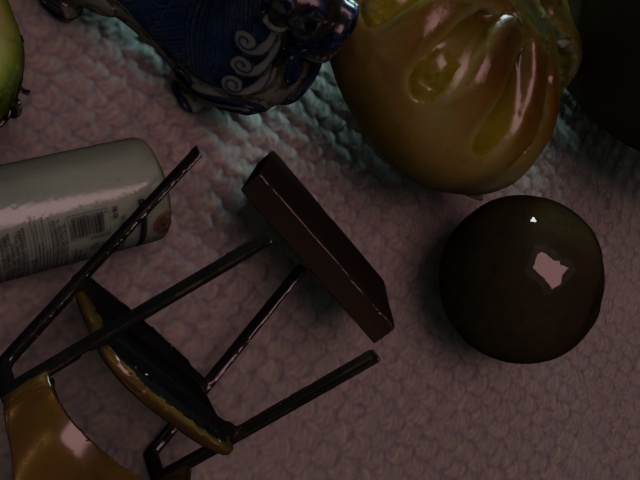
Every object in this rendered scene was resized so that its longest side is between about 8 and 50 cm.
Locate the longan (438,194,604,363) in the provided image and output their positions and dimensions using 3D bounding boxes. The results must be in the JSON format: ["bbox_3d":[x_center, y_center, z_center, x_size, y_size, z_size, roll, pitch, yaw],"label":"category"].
[{"bbox_3d":[0.202,0.039,0.699,0.187,0.167,0.168,21,69,-38],"label":"longan"}]

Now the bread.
[{"bbox_3d":[0.144,-0.204,0.683,0.333,0.160,0.333,18,64,-43],"label":"bread"}]

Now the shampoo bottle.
[{"bbox_3d":[-0.242,-0.008,0.500,0.262,0.085,0.085,-18,88,-31],"label":"shampoo bottle"}]

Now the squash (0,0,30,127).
[{"bbox_3d":[-0.291,-0.171,0.390,0.189,0.261,0.189,2,63,-5],"label":"squash"}]

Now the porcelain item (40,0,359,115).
[{"bbox_3d":[-0.112,-0.219,0.563,0.288,0.186,0.138,40,67,-17],"label":"porcelain item"}]

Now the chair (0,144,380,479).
[{"bbox_3d":[-0.110,0.092,0.496,0.247,0.172,0.159,-40,130,0],"label":"chair"}]

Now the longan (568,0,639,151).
[{"bbox_3d":[0.450,-0.280,0.771,0.436,0.403,0.404,44,59,-40],"label":"longan"}]

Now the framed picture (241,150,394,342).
[{"bbox_3d":[0.000,0.000,0.620,0.023,0.128,0.168,-39,102,10],"label":"framed picture"}]
